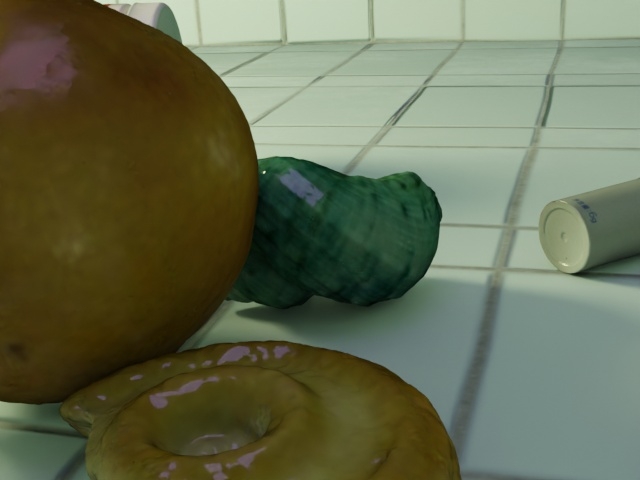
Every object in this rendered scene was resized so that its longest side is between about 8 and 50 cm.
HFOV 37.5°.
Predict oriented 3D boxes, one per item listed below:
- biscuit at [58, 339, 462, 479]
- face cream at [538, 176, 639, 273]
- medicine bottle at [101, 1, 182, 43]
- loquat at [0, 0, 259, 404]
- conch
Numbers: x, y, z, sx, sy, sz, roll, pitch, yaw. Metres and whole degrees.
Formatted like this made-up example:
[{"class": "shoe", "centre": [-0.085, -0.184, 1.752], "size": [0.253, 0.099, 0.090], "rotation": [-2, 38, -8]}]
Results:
[{"class": "biscuit", "centre": [-0.032, 0.129, 0.569], "size": [0.213, 0.091, 0.274], "rotation": [-18, 22, -31]}, {"class": "face cream", "centre": [0.346, -0.030, 0.974], "size": [0.250, 0.077, 0.077], "rotation": [-14, 22, -25]}, {"class": "medicine bottle", "centre": [-0.314, -0.188, 1.270], "size": [0.241, 0.252, 0.252], "rotation": [-1, 19, 3]}, {"class": "loquat", "centre": [-0.207, -0.034, 0.726], "size": [0.329, 0.328, 0.328], "rotation": [-3, 19, 1]}, {"class": "conch", "centre": [-0.003, 0.002, 0.870], "size": [0.202, 0.196, 0.134], "rotation": [-9, 49, 25]}]
